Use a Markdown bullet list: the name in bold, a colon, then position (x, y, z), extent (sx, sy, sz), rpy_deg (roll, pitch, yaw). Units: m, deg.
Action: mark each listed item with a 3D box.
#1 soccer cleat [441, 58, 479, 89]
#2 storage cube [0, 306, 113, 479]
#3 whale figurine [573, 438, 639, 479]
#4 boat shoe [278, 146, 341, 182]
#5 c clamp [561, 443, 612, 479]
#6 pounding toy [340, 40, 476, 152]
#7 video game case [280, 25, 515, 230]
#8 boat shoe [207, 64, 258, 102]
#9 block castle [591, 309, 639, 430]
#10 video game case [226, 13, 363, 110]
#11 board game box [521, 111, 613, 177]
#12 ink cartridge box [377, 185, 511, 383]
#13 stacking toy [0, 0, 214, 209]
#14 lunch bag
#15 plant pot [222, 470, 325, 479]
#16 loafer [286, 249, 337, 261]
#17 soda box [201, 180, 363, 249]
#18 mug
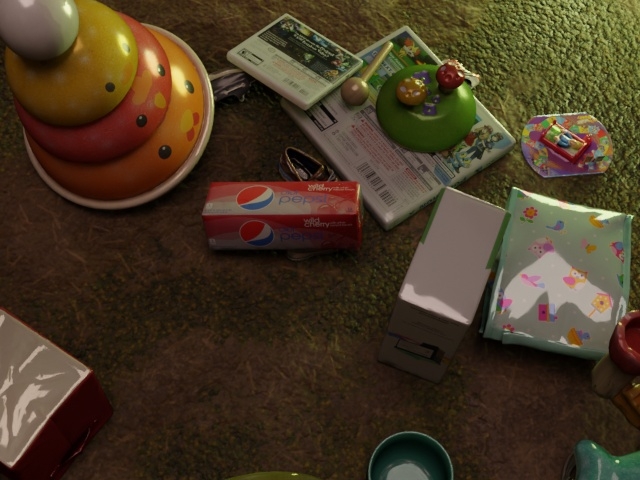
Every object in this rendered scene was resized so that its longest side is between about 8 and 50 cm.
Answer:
- **soccer cleat**: position (0.261, -0.314, 1.961), extent (0.083, 0.029, 0.036), rpy_deg (32, 55, 9)
- **storage cube**: position (-0.457, 0.249, 1.573), extent (0.215, 0.193, 0.184), rpy_deg (32, 67, 13)
- **whale figurine**: position (0.513, 0.368, 1.545), extent (0.272, 0.141, 0.216), rpy_deg (16, 63, -4)
- **boat shoe**: position (-0.002, -0.098, 1.826), extent (0.183, 0.066, 0.066), rpy_deg (34, 68, 15)
- **c clamp**: position (0.435, 0.398, 1.608), extent (0.137, 0.022, 0.161), rpy_deg (-37, 70, -18)
- **pounding toy**: position (0.171, -0.276, 1.855), extent (0.237, 0.110, 0.183), rpy_deg (33, 67, 15)
- **video game case**: position (0.140, -0.215, 1.906), extent (0.300, 0.036, 0.329), rpy_deg (-32, 67, -16)
- **boat shoe**: position (-0.165, -0.290, 1.937), extent (0.206, 0.075, 0.065), rpy_deg (-18, 108, -15)
- **block castle**: position (0.649, 0.156, 1.498), extent (0.453, 0.213, 0.303), rpy_deg (-29, 66, -26)
- **video game case**: position (-0.046, -0.332, 1.913), extent (0.190, 0.022, 0.173), rpy_deg (35, 53, 19)
- **board game box**: position (0.454, -0.184, 1.897), extent (0.168, 0.033, 0.133), rpy_deg (-4, 64, -4)
- **ink cartridge box**: position (0.188, 0.078, 1.625), extent (0.117, 0.278, 0.201), rpy_deg (21, 65, 6)
- **stacking toy**: position (-0.387, -0.265, 1.652), extent (0.350, 0.480, 0.351), rpy_deg (-2, 77, 8)
- **lunch bag**: position (0.385, 0.072, 1.698), extent (0.223, 0.160, 0.262), rpy_deg (13, 58, 4)
- **plant pot**: position (-0.064, 0.515, 1.383), extent (0.366, 0.366, 0.353), rpy_deg (-6, 52, -4)
- **loafer**: position (0.000, 0.000, 1.791), extent (0.125, 0.039, 0.045), rpy_deg (-22, 65, -11)
- **soda box**: position (-0.061, -0.042, 1.756), extent (0.263, 0.083, 0.092), rpy_deg (-1, 42, 8)
- **mug**: position (0.128, 0.377, 1.571), extent (0.129, 0.097, 0.158), rpy_deg (21, 65, 9)
